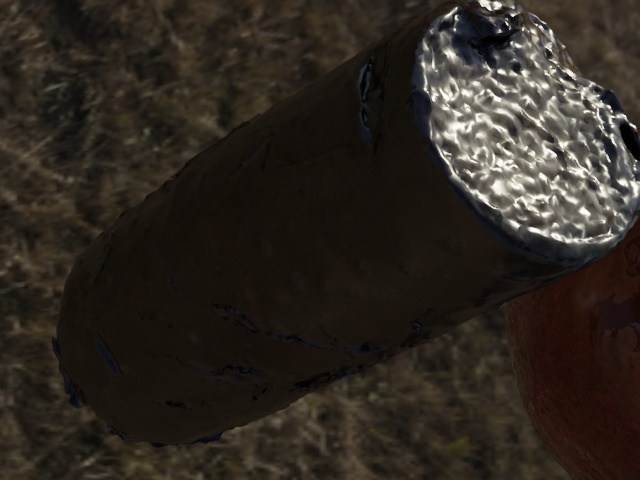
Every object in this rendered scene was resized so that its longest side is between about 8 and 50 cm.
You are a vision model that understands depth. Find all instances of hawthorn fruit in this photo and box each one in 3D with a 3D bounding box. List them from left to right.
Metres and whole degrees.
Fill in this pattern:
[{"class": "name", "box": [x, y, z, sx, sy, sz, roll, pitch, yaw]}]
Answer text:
[{"class": "hawthorn fruit", "box": [0.242, 0.052, 0.819, 0.284, 0.284, 0.284, 6, 81, -40]}]

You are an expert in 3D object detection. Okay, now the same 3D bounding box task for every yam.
[{"class": "yam", "box": [-0.001, -0.001, 0.612, 0.131, 0.279, 0.131, 17, 60, -32]}]
